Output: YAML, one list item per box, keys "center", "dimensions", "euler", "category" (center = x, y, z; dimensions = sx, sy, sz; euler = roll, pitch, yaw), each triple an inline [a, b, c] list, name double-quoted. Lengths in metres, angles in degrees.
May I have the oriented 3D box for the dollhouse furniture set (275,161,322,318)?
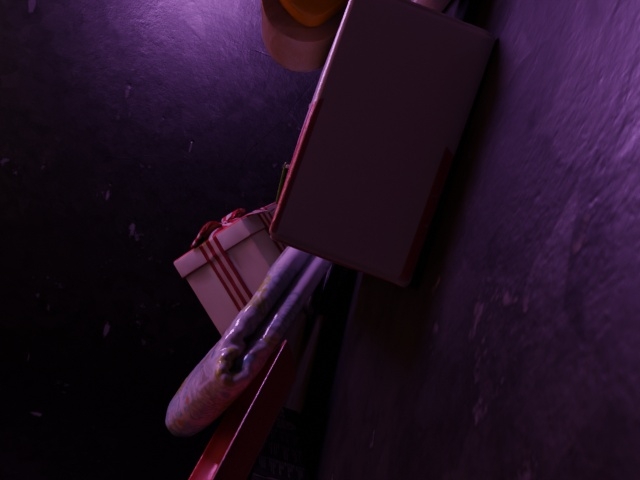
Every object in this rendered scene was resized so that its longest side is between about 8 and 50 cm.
- center: [-0.047, -0.008, 1.395]
  dimensions: [0.197, 0.151, 0.301]
  euler: [-41, -36, -82]
  category: "dollhouse furniture set"

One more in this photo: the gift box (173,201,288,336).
- center: [-0.158, 0.042, 1.574]
  dimensions: [0.276, 0.258, 0.255]
  euler: [-32, 2, 20]
  category: "gift box"

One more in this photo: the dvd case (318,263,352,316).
- center: [0.050, 0.004, 1.236]
  dimensions: [0.238, 0.030, 0.179]
  euler: [-75, 5, -49]
  category: "dvd case"

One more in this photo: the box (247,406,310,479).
- center: [-0.117, 0.459, 1.026]
  dimensions: [0.395, 0.097, 0.318]
  euler: [177, 111, -85]
  category: "box"

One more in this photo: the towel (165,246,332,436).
- center: [-0.116, 0.151, 1.126]
  dimensions: [0.374, 0.090, 0.320]
  euler: [-55, 1, -38]
  category: "towel"

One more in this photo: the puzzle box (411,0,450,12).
- center: [0.228, -0.507, 0.942]
  dimensions: [0.409, 0.052, 0.272]
  euler: [-150, 78, -85]
  category: "puzzle box"

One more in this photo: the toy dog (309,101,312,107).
- center: [0.042, -0.399, 1.938]
  dimensions: [0.161, 0.220, 0.333]
  euler: [-20, 28, 30]
  category: "toy dog"

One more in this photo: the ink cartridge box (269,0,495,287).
- center: [0.048, -0.105, 0.832]
  dimensions: [0.385, 0.160, 0.279]
  euler: [173, 116, -86]
  category: "ink cartridge box"

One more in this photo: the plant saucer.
- center: [-0.129, 0.304, 0.951]
  dimensions: [0.258, 0.048, 0.259]
  euler: [-52, 7, 49]
  category: "plant saucer"

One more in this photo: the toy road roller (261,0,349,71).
- center: [0.014, -0.418, 0.869]
  dimensions: [0.329, 0.240, 0.202]
  euler: [-43, 2, -5]
  category: "toy road roller"
